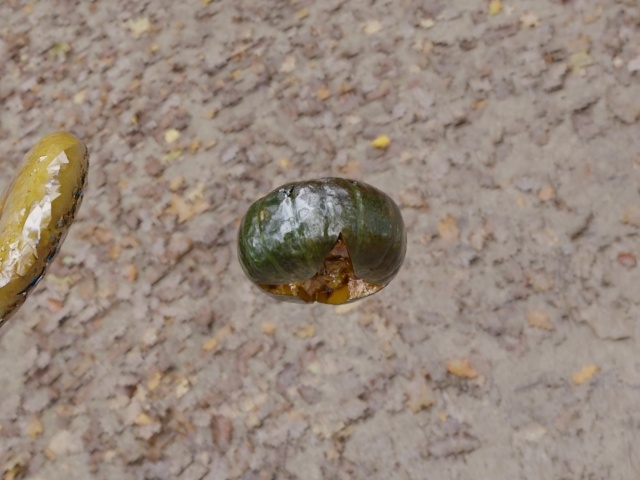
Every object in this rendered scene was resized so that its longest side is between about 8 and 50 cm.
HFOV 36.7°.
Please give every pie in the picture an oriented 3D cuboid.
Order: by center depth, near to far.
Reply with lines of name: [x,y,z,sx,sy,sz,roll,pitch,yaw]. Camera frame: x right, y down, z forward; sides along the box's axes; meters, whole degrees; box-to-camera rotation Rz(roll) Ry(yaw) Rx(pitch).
pie: [-0.276,0.016,0.844,0.273,0.069,0.273,-53,14,19]

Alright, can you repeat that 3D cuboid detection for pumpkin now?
pumpkin: [0.001,-0.002,1.343,0.237,0.238,0.159,-10,66,19]
